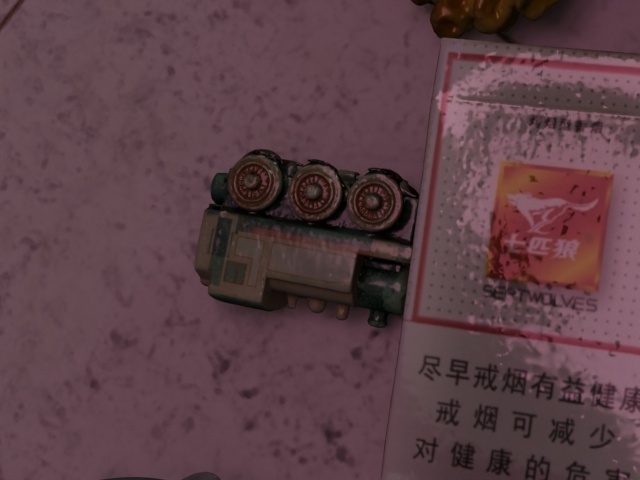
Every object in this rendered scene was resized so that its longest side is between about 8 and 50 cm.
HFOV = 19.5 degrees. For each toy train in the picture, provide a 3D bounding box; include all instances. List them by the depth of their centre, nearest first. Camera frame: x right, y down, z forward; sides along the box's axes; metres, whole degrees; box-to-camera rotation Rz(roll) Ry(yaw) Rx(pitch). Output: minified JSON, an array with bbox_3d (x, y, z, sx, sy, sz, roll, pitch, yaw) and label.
[{"bbox_3d":[0.000,0.000,1.447,0.194,0.081,0.125,11,90,22],"label":"toy train"}]

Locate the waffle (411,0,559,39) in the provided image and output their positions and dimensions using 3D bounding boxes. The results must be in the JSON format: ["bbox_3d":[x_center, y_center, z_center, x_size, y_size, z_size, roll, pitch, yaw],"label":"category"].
[{"bbox_3d":[0.112,-0.269,1.450,0.229,0.057,0.219,32,115,38],"label":"waffle"}]

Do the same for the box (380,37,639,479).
[{"bbox_3d":[0.173,0.029,1.327,0.210,0.095,0.330,7,90,24],"label":"box"}]

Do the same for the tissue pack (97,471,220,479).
[{"bbox_3d":[-0.087,0.311,1.308,0.333,0.229,0.236,32,91,26],"label":"tissue pack"}]
